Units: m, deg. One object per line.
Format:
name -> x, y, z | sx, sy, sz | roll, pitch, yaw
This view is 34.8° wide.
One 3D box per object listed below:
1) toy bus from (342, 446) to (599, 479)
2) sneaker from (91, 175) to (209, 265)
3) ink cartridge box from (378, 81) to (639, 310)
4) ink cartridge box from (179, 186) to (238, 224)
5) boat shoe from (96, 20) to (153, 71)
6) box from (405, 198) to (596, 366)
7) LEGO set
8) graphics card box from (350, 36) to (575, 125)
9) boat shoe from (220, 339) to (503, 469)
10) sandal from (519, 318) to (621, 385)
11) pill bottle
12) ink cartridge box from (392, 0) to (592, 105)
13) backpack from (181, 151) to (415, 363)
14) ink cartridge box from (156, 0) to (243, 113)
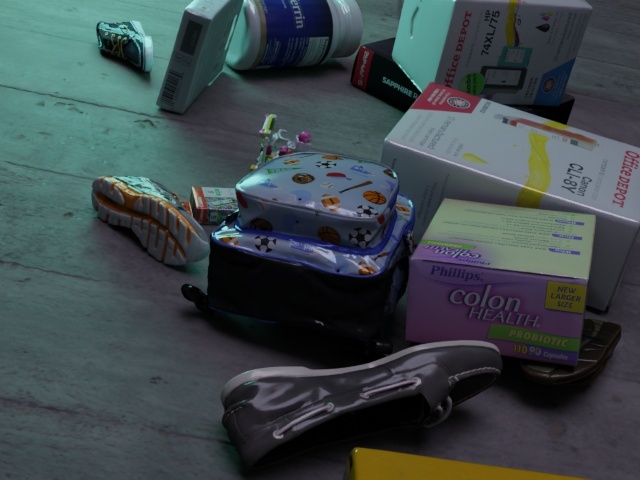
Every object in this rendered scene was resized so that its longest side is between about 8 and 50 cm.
toy bus -> 0.115, 0.280, 0.957 | 0.333, 0.130, 0.108 | 9, 31, -6
sneaker -> -0.221, -0.038, 1.399 | 0.215, 0.084, 0.083 | 33, 32, 31
ink cartridge box -> 0.299, -0.080, 1.576 | 0.385, 0.160, 0.279 | 20, 32, 12
ink cartridge box -> -0.166, -0.051, 1.487 | 0.115, 0.029, 0.063 | 2, 33, -17
boat shoe -> -0.362, -0.358, 1.885 | 0.083, 0.065, 0.183 | -4, 29, -21
box -> 0.241, 0.046, 1.331 | 0.214, 0.117, 0.243 | 7, 21, 14
LEGO set -> -0.043, -0.103, 1.540 | 0.132, 0.107, 0.287 | 0, 33, -19
graphics card box -> 0.272, -0.289, 1.971 | 0.371, 0.094, 0.233 | 35, 37, 30
boat shoe -> 0.057, 0.186, 1.127 | 0.335, 0.112, 0.095 | -6, 53, -18
sandal -> 0.326, 0.152, 1.314 | 0.090, 0.060, 0.219 | 13, 18, 29
pill bottle -> -0.058, -0.415, 1.995 | 0.265, 0.153, 0.153 | -10, 38, -33
ink cartridge box -> 0.300, -0.374, 1.837 | 0.270, 0.198, 0.197 | -2, 35, -20
backpack -> 0.000, 0.000, 1.313 | 0.277, 0.213, 0.263 | 16, 21, 11
ink cartridge box -> -0.206, -0.349, 1.800 | 0.066, 0.189, 0.232 | 21, 31, -3
